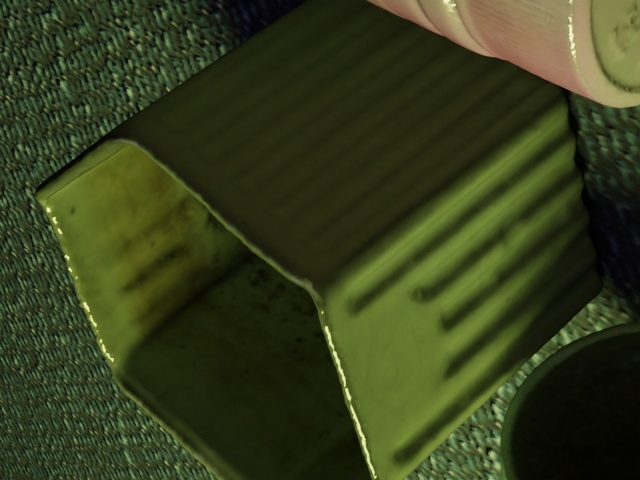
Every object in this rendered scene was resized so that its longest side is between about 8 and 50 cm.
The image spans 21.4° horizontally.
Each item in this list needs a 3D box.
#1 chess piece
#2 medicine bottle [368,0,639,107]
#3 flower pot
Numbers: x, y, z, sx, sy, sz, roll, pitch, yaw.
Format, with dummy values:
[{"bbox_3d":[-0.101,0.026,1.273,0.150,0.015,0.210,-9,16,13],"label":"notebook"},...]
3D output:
[{"bbox_3d":[0.188,0.175,0.862,0.139,0.139,0.272,22,148,41],"label":"chess piece"},{"bbox_3d":[0.041,-0.165,0.653,0.254,0.152,0.152,30,143,32],"label":"medicine bottle"},{"bbox_3d":[0.000,0.000,0.852,0.209,0.189,0.239,18,137,44],"label":"flower pot"}]
